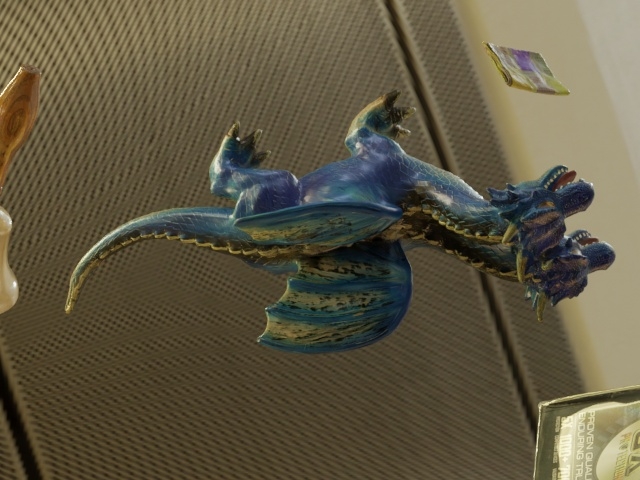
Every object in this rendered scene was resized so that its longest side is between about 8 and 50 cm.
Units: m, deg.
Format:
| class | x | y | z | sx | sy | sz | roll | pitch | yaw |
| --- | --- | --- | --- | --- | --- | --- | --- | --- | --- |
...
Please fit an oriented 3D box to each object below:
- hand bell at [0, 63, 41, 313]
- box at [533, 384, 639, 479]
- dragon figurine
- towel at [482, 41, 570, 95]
| class | x | y | z | sx | sy | sz | roll | pitch | yaw |
| --- | --- | --- | --- | --- | --- | --- | --- | --- | --- |
| hand bell | -0.313 | -0.058 | 1.225 | 0.126 | 0.126 | 0.242 | 17 | -63 | -20 |
| box | 0.140 | 0.168 | 0.489 | 0.147 | 0.077 | 0.180 | 49 | -140 | -38 |
| dragon figurine | 0.000 | 0.000 | 0.660 | 0.289 | 0.144 | 0.085 | -12 | -58 | -3 |
| towel | 0.191 | -0.159 | 1.194 | 0.083 | 0.009 | 0.060 | 6 | -136 | -37 |
